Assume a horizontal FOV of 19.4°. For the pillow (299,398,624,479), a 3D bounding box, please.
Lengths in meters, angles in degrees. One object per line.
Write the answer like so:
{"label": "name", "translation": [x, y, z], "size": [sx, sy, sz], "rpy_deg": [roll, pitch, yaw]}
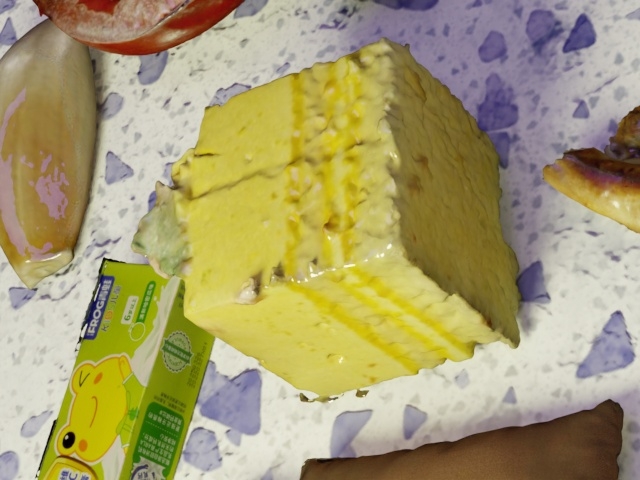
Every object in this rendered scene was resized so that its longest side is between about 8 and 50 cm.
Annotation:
{"label": "pillow", "translation": [0.105, 0.286, 1.479], "size": [0.307, 0.108, 0.305], "rpy_deg": [-15, 55, 28]}

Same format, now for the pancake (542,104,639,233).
{"label": "pancake", "translation": [0.330, -0.080, 1.526], "size": [0.257, 0.056, 0.212], "rpy_deg": [-46, 48, 10]}

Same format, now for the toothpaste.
{"label": "toothpaste", "translation": [-0.192, 0.178, 1.784], "size": [0.110, 0.077, 0.328], "rpy_deg": [4, 70, 37]}

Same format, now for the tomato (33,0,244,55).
{"label": "tomato", "translation": [-0.151, -0.328, 1.970], "size": [0.338, 0.143, 0.338], "rpy_deg": [-14, 63, 29]}

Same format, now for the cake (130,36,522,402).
{"label": "cake", "translation": [0.000, 0.000, 1.628], "size": [0.286, 0.227, 0.222], "rpy_deg": [-18, 53, 27]}

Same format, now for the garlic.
{"label": "garlic", "translation": [-0.311, -0.103, 2.018], "size": [0.143, 0.112, 0.318], "rpy_deg": [-14, 70, 29]}
